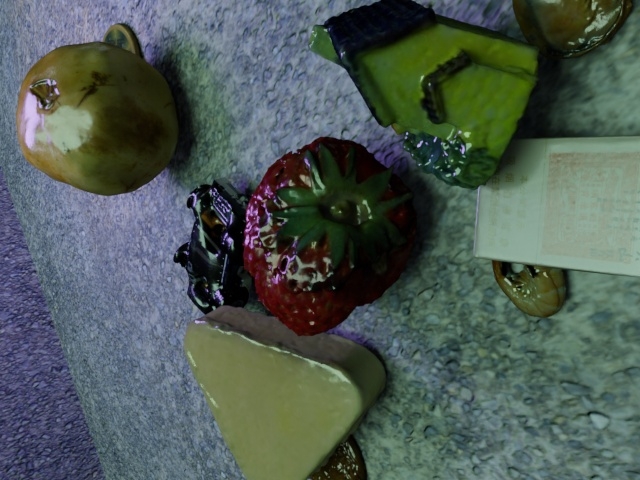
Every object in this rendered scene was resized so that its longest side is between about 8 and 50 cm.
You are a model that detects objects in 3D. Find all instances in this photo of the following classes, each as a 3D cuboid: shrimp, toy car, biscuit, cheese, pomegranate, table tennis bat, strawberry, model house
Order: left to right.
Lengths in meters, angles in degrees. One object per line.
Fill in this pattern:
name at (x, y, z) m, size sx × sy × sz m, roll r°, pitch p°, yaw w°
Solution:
pomegranate at (-0.477, -0.260, 1.228) m, size 0.333 × 0.333 × 0.332 m, roll 19°, pitch 116°, yaw 45°
table tennis bat at (-0.503, -0.381, 1.426) m, size 0.198 × 0.050 × 0.320 m, roll 21°, pitch 113°, yaw 42°
toy car at (-0.203, 0.026, 1.149) m, size 0.193 × 0.118 × 0.301 m, roll 41°, pitch 131°, yaw 25°
cheese at (-0.078, 0.318, 1.036) m, size 0.384 × 0.104 × 0.383 m, roll 11°, pitch 113°, yaw 29°
strawberry at (0.000, 0.000, 0.826) m, size 0.238 × 0.250 × 0.288 m, roll 58°, pitch 164°, yaw 9°
biscuit at (0.015, 0.426, 1.101) m, size 0.188 × 0.027 × 0.187 m, roll 18°, pitch 115°, yaw 44°
model house at (0.089, -0.168, 0.608) m, size 0.194 × 0.211 × 0.170 m, roll -97°, pitch 25°, yaw -60°
shrimp at (0.249, 0.019, 0.695) m, size 0.162 × 0.045 × 0.095 m, roll 69°, pitch 162°, yaw -1°
shrimp at (0.242, -0.318, 0.564) m, size 0.117 × 0.066 × 0.262 m, roll -1°, pitch 116°, yaw 35°

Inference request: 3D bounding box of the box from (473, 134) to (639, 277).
box at (0.268, -0.038, 0.590) m, size 0.201 × 0.058 × 0.141 m, roll 8°, pitch 96°, yaw 39°
